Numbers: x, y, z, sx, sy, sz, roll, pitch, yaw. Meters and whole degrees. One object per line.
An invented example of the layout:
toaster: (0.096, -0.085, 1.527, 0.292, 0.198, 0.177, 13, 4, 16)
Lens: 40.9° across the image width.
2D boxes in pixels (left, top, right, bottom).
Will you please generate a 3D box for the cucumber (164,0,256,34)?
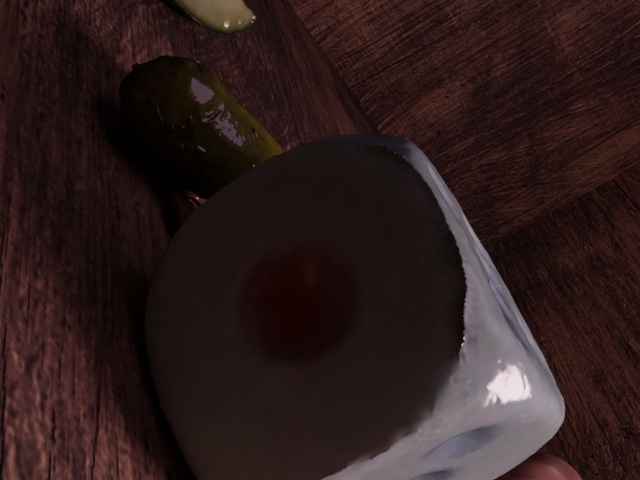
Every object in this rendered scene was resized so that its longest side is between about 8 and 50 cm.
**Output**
cucumber: (-0.221, -0.413, 1.302, 0.145, 0.105, 0.325, 36, -2, 32)

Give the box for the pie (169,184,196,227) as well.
pie: (-0.105, 0.023, 0.898, 0.170, 0.034, 0.092, 53, 10, -30)

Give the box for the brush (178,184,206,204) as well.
brush: (-0.080, 0.012, 0.998, 0.233, 0.047, 0.103, 45, 18, -33)

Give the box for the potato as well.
potato: (-0.118, -0.102, 0.931, 0.149, 0.113, 0.251, 37, -7, 39)

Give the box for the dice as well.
dice: (0.030, 0.091, 0.737, 0.262, 0.268, 0.264, 42, 21, -58)

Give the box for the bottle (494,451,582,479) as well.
bottle: (0.326, 0.444, 1.340, 0.297, 0.173, 0.206, 26, 69, -69)
